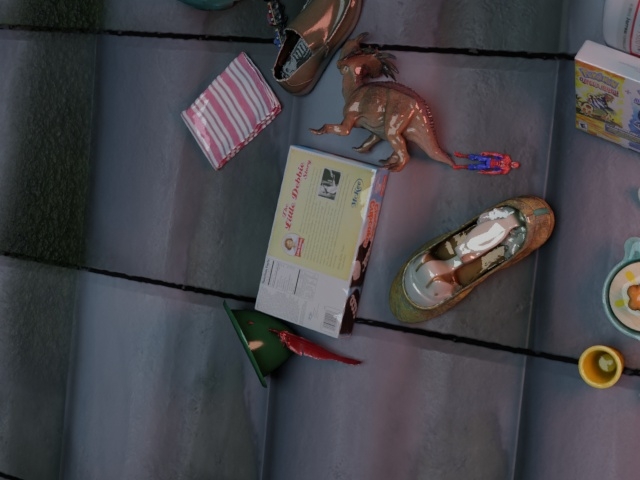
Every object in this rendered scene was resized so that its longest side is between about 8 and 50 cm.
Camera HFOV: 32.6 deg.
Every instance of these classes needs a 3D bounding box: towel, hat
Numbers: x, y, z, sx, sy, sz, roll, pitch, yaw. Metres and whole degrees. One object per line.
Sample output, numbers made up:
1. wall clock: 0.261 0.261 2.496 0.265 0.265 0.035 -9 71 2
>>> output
1. towel: -0.178 -0.250 2.125 0.197 0.029 0.144 -41 73 24
2. hat: -0.059 0.169 2.066 0.183 0.173 0.208 -26 94 -6

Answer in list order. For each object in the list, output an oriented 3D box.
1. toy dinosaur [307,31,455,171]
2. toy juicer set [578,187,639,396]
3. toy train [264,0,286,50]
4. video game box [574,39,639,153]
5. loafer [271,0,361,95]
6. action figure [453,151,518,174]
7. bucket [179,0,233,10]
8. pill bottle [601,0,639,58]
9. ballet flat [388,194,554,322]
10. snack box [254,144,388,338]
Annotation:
1. toy dinosaur: 0.117 -0.237 1.916 0.296 0.127 0.200 29 99 19
2. toy juicer set: 0.544 0.099 1.707 0.209 0.089 0.329 20 101 27
3. toy train: -0.085 -0.423 2.067 0.036 0.027 0.158 -21 82 32
4. video game box: 0.489 -0.202 1.675 0.205 0.187 0.048 26 68 26
5. loafer: -0.010 -0.377 1.992 0.094 0.087 0.251 34 108 24
6. action figure: 0.284 -0.132 1.877 0.115 0.030 0.038 6 90 27
7. bucket: -0.242 -0.575 2.058 0.281 0.183 0.281 1 93 29
8. pill bottle: 0.632 -0.314 1.561 0.408 0.229 0.229 27 105 25
9. ballet flat: 0.235 0.033 1.861 0.348 0.123 0.123 -34 76 26
10. snack box: 0.000 0.000 2.020 0.187 0.060 0.322 18 101 27
